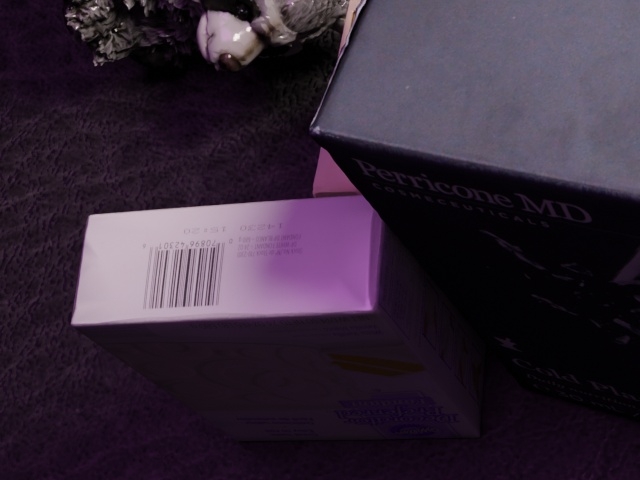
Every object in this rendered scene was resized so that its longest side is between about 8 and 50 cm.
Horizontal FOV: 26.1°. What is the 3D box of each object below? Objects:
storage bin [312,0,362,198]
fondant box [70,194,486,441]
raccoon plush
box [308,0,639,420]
[{"bbox_3d":[0.109,-0.096,1.203,0.123,0.260,0.262,0,66,26],"label":"storage bin"},{"bbox_3d":[-0.017,0.077,1.122,0.238,0.330,0.096,-4,67,19],"label":"fondant box"},{"bbox_3d":[-0.108,-0.365,1.397,0.299,0.216,0.447,-8,76,23],"label":"raccoon plush"},{"bbox_3d":[0.329,-0.043,0.947,0.479,0.472,0.297,13,70,31],"label":"box"}]
